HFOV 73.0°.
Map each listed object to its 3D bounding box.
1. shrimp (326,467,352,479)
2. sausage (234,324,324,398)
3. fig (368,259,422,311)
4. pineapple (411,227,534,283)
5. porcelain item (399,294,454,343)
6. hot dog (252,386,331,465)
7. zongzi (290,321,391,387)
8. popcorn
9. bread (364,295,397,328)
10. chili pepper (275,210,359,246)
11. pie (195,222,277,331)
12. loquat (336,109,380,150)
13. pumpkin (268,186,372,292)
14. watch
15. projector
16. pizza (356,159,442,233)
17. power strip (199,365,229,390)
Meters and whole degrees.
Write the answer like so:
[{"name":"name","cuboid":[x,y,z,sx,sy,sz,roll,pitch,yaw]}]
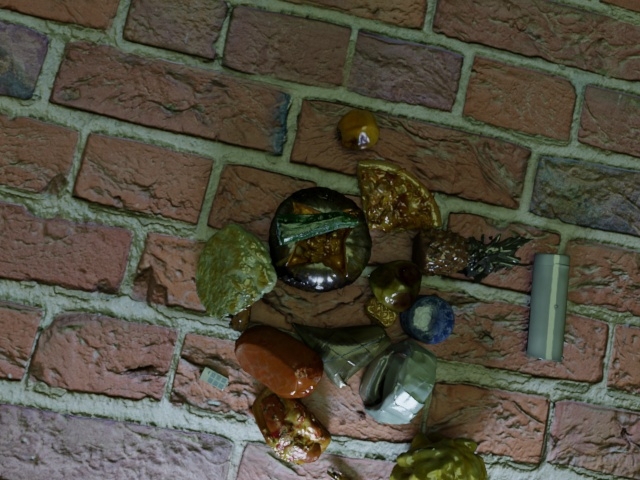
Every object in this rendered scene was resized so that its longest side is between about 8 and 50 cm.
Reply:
[{"name":"shrimp","cuboid":[0.063,0.757,1.306,0.162,0.045,0.095,44,104,-6]},{"name":"sausage","cuboid":[-0.121,0.339,1.232,0.268,0.141,0.153,26,103,17]},{"name":"fig","cuboid":[0.222,0.134,1.307,0.144,0.166,0.154,-19,109,-39]},{"name":"pineapple","cuboid":[0.472,0.048,1.339,0.365,0.165,0.165,5,85,-8]},{"name":"porcelain item","cuboid":[0.326,0.240,1.327,0.147,0.114,0.147,1,86,-7]},{"name":"hot dog","cuboid":[-0.079,0.535,1.242,0.150,0.153,0.256,-43,91,-7]},{"name":"zongzi","cuboid":[0.064,0.280,1.298,0.221,0.112,0.242,-37,90,-6]},{"name":"popcorn","cuboid":[0.333,0.670,1.236,0.287,0.252,0.215,-12,74,-12]},{"name":"bread","cuboid":[0.190,0.221,1.349,0.111,0.044,0.083,43,82,1]},{"name":"chili pepper","cuboid":[-0.007,-0.038,1.152,0.227,0.059,0.088,-6,89,-4]},{"name":"pie","cuboid":[-0.256,0.097,1.238,0.257,0.105,0.274,39,107,22]},{"name":"loquat","cuboid":[0.117,-0.343,1.350,0.137,0.113,0.137,2,101,11]},{"name":"pumpkin","cuboid":[0.000,0.000,1.271,0.321,0.192,0.320,0,84,-4]},{"name":"watch","cuboid":[0.233,0.412,1.241,0.162,0.241,0.253,26,84,-5]},{"name":"projector","cuboid":[0.725,0.209,1.376,0.108,0.108,0.337,8,85,-5]},{"name":"pizza","cuboid":[0.230,-0.116,1.359,0.336,0.086,0.226,39,82,-4]},{"name":"power strip","cuboid":[-0.318,0.413,1.295,0.090,0.016,0.040,29,84,-4]}]
